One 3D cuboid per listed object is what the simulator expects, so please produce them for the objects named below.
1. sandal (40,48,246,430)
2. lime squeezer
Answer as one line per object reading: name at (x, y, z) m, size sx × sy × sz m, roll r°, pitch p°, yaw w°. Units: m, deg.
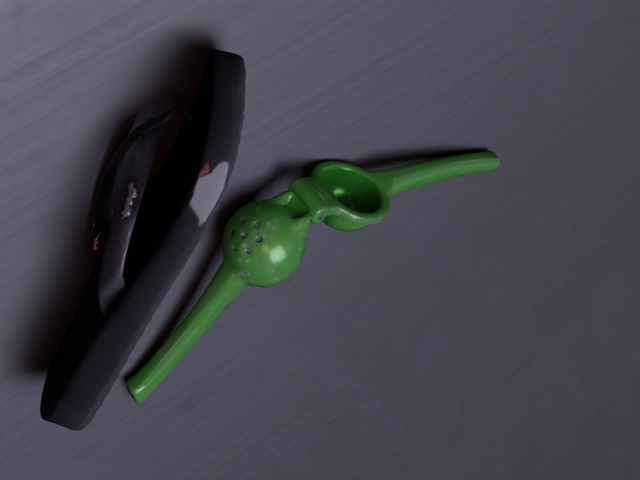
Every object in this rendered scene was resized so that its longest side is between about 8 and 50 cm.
sandal at (-0.114, 0.001, 0.902) m, size 0.054 × 0.097 × 0.254 m, roll 24°, pitch 105°, yaw -19°
lime squeezer at (0.000, 0.000, 1.012) m, size 0.310 × 0.059 × 0.110 m, roll -33°, pitch 136°, yaw -15°
